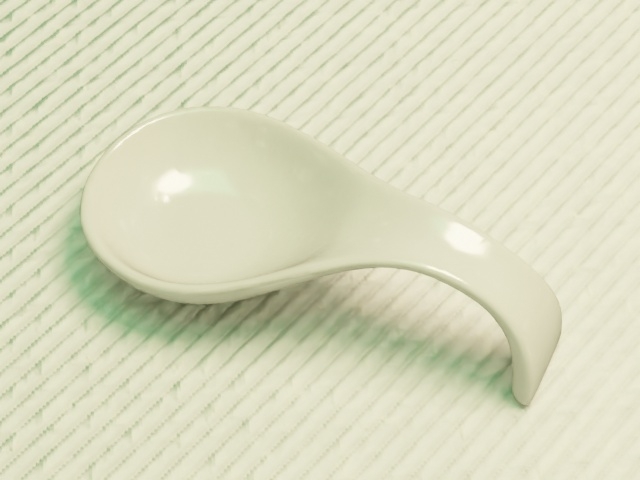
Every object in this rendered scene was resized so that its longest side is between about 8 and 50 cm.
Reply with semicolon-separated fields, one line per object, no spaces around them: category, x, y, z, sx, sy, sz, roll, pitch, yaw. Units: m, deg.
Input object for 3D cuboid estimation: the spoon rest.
spoon rest;0.000;0.000;1.001;0.276;0.084;0.137;20;54;12
